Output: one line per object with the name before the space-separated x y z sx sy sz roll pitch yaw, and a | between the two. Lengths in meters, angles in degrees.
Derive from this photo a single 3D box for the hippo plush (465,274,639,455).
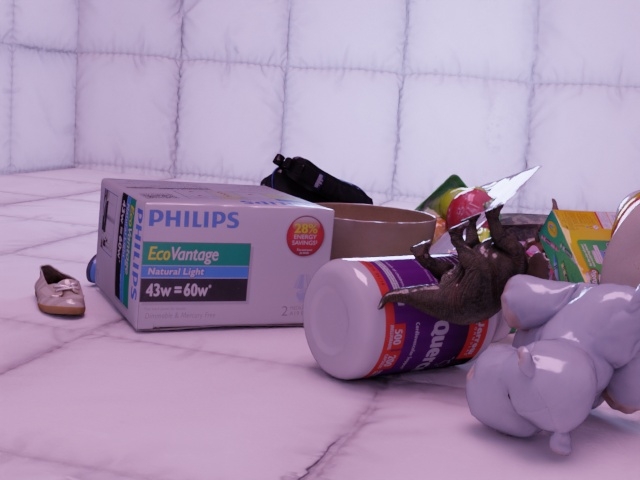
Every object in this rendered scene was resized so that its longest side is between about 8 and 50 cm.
hippo plush | 0.326 0.180 1.229 0.294 0.234 0.236 -14 23 49

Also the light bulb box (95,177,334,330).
light bulb box | -0.210 0.016 1.796 0.358 0.225 0.361 1 10 -24

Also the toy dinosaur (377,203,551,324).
toy dinosaur | 0.226 0.050 1.371 0.314 0.160 0.121 -27 0 -37

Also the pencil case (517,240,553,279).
pencil case | 0.488 0.067 2.151 0.284 0.124 0.124 5 9 1

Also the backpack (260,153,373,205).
backpack | -0.013 -0.024 2.125 0.264 0.276 0.213 9 -15 -19

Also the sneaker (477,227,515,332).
sneaker | 0.315 0.074 1.707 0.124 0.109 0.295 20 -22 24

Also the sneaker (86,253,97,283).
sneaker | -0.394 0.053 1.987 0.082 0.069 0.209 13 12 29

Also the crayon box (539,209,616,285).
crayon box | 0.550 0.063 1.852 0.165 0.081 0.278 2 45 -14

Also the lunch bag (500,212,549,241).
lunch bag | 0.559 0.020 2.328 0.287 0.168 0.235 0 8 6

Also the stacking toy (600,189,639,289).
stacking toy | 0.625 0.015 1.671 0.351 0.350 0.480 5 14 3

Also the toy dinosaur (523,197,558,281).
toy dinosaur | 0.541 0.053 2.006 0.200 0.127 0.295 6 47 -5

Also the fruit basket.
fruit basket | 0.323 -0.034 2.212 0.327 0.165 0.353 -43 14 -22

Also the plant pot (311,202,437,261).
plant pot | 0.085 0.036 1.923 0.284 0.190 0.284 3 8 -1

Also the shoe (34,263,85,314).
shoe | -0.479 0.090 1.735 0.077 0.058 0.219 -1 10 -29

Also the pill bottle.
pill bottle | 0.146 0.112 1.486 0.323 0.181 0.181 -2 11 -34

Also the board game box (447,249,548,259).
board game box | 0.338 0.089 1.863 0.194 0.146 0.045 5 48 8
